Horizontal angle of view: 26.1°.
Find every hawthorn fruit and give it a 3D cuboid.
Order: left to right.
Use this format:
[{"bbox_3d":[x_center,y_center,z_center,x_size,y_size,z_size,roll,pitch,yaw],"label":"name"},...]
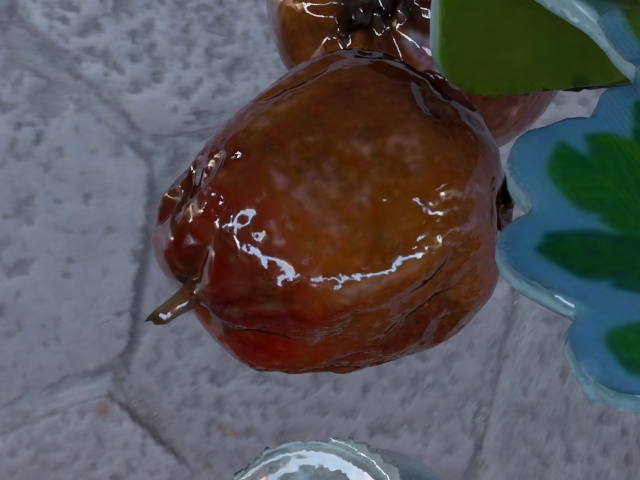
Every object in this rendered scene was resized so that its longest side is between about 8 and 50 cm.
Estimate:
[{"bbox_3d":[0.011,-0.008,0.699,0.174,0.179,0.173,5,103,22],"label":"hawthorn fruit"},{"bbox_3d":[0.082,-0.196,1.168,0.284,0.284,0.284,2,96,16],"label":"hawthorn fruit"}]

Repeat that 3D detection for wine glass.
[{"bbox_3d":[0.038,0.304,1.300,0.238,0.323,0.238,-5,75,18],"label":"wine glass"}]

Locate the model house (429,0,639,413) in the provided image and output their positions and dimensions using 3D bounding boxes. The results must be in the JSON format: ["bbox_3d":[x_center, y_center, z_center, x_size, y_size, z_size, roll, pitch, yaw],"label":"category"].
[{"bbox_3d":[0.216,-0.075,0.341,0.358,0.312,0.242,-6,128,-10],"label":"model house"}]
